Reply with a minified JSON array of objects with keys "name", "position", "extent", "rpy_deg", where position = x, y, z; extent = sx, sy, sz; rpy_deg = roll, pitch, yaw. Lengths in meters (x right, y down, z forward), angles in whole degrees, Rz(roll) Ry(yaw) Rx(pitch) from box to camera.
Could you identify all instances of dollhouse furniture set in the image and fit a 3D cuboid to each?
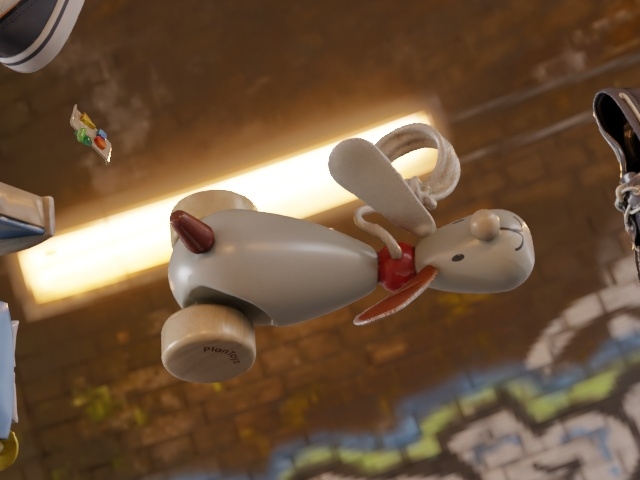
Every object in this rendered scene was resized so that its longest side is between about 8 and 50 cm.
[{"name":"dollhouse furniture set","position":[-0.424,0.100,1.751],"extent":[0.286,0.303,0.198],"rpy_deg":[-8,-12,20]}]

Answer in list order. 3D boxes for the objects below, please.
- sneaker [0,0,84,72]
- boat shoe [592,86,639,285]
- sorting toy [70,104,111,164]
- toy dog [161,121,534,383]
[{"name":"sneaker","position":[-0.245,-0.319,1.482],"extent":[0.126,0.321,0.127],"rpy_deg":[6,-18,42]},{"name":"boat shoe","position":[0.238,-0.029,1.239],"extent":[0.065,0.206,0.075],"rpy_deg":[14,-36,-20]},{"name":"sorting toy","position":[-0.234,-0.106,1.710],"extent":[0.012,0.062,0.083],"rpy_deg":[-36,18,9]},{"name":"toy dog","position":[0.000,0.000,1.422],"extent":[0.334,0.220,0.161],"rpy_deg":[-26,-30,-4]}]
